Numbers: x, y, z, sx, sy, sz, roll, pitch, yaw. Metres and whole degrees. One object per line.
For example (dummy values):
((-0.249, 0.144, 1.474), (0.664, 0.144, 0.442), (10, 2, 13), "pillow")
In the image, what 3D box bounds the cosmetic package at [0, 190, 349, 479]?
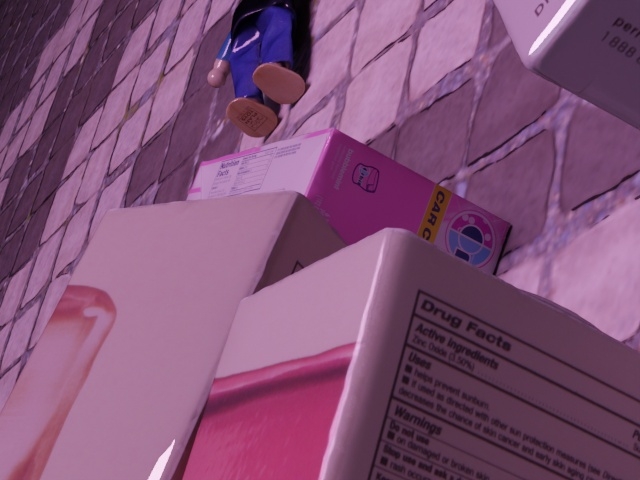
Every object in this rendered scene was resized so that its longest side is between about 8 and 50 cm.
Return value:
((-0.070, 0.140, 0.647), (0.129, 0.153, 0.296), (-3, 50, 38), "cosmetic package")

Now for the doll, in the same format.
((-0.046, -0.161, 1.162), (0.129, 0.046, 0.189), (-47, 27, 33), "doll")

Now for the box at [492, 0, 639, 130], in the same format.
((0.167, -0.103, 0.434), (0.182, 0.181, 0.119), (-54, 23, 24), "box")

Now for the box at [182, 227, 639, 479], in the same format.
((0.025, 0.138, 0.527), (0.127, 0.149, 0.232), (-27, 41, 57), "box")

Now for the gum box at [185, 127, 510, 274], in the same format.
((0.000, 0.000, 0.794), (0.188, 0.107, 0.062), (-5, 61, 65), "gum box")
